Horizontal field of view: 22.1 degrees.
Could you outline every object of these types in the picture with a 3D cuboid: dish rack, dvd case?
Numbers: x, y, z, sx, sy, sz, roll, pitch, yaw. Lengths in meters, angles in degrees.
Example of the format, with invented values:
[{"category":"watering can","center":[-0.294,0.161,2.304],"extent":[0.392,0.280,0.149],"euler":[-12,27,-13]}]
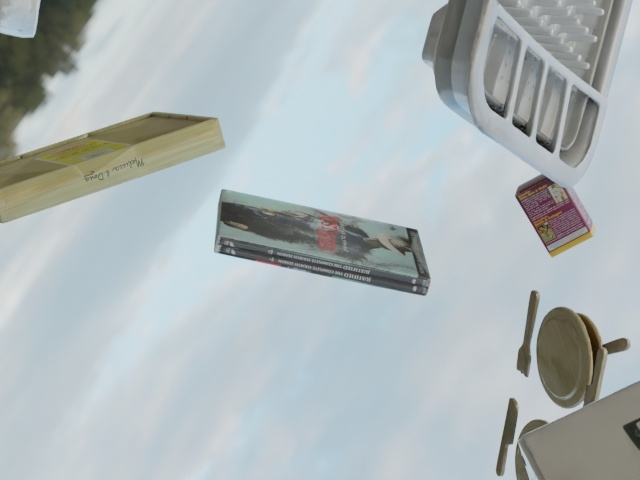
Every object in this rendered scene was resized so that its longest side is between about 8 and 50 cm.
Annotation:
[{"category":"dish rack","center":[0.182,-0.229,1.336],"extent":[0.072,0.285,0.333],"euler":[14,-95,30]},{"category":"dvd case","center":[0.000,0.000,0.923],"extent":[0.087,0.119,0.013],"euler":[-94,-162,-71]}]

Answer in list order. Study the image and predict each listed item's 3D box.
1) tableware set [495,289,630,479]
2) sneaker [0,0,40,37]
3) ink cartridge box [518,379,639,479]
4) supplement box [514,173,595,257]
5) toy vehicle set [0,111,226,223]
[{"category":"tableware set","center":[0.211,0.149,1.405],"extent":[0.128,0.039,0.194],"euler":[-134,-133,-57]},{"category":"sneaker","center":[-0.251,-0.266,1.014],"extent":[0.108,0.169,0.293],"euler":[139,-51,-71]},{"category":"ink cartridge box","center":[0.242,0.140,1.062],"extent":[0.203,0.086,0.148],"euler":[-26,154,2]},{"category":"supplement box","center":[0.258,-0.032,1.799],"extent":[0.055,0.083,0.043],"euler":[-27,-171,19]},{"category":"toy vehicle set","center":[-0.258,-0.084,1.784],"extent":[0.266,0.035,0.166],"euler":[-21,-164,-26]}]
